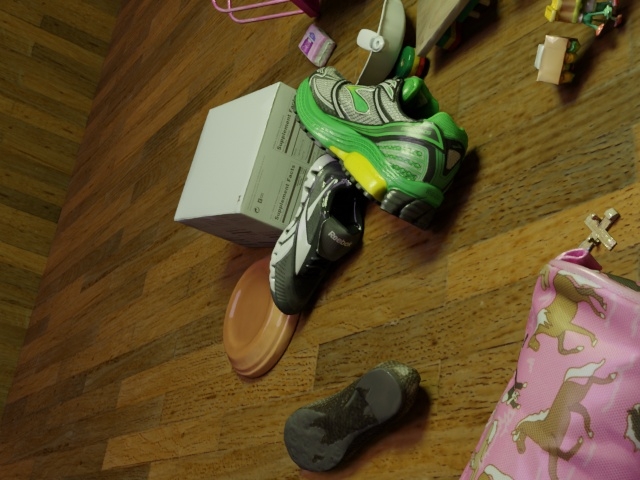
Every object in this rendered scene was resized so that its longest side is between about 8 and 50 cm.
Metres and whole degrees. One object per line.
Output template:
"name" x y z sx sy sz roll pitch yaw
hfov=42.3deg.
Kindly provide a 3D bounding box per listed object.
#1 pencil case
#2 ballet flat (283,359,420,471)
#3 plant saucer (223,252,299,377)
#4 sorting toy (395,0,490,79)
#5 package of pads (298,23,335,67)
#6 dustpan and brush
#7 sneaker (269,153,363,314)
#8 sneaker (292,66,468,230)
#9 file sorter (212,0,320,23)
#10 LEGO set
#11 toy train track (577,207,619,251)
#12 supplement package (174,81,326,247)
"pencil case" 0.170 0.205 0.613 0.160 0.167 0.386 -19 -47 -84
"ballet flat" 0.036 0.202 0.959 0.084 0.058 0.250 58 136 14
"plant saucer" -0.095 0.109 1.262 0.200 0.037 0.200 -38 41 42
"sorting toy" 0.178 -0.324 1.059 0.274 0.046 0.132 130 150 -56
"package of pads" -0.006 -0.335 1.421 0.050 0.032 0.083 -57 30 17
"dustpan and brush" 0.080 -0.272 1.142 0.211 0.060 0.147 -121 48 -68
"sneaker" 0.000 0.000 1.129 0.106 0.078 0.234 28 98 54
"sneaker" 0.082 -0.150 1.067 0.146 0.134 0.343 -54 40 12
"file sorter" -0.140 -0.505 1.399 0.182 0.290 0.202 -5 85 20
"LEGO set" 0.296 -0.300 0.843 0.132 0.107 0.287 80 -161 -77
"toy train track" 0.245 0.003 0.769 0.083 0.014 0.048 -56 30 23
"supplement package" -0.092 -0.107 1.293 0.262 0.145 0.204 -1 70 59
